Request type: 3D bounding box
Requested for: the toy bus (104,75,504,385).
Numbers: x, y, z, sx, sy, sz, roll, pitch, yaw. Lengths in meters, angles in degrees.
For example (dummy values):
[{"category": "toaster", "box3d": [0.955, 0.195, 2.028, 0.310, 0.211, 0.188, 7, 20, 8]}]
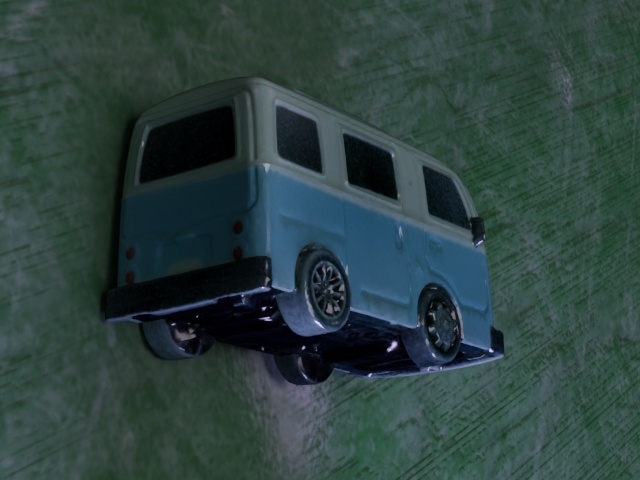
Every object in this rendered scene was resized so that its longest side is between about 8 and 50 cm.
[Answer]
[{"category": "toy bus", "box3d": [0.000, 0.000, 0.943, 0.271, 0.133, 0.165, 19, 64, -51]}]
